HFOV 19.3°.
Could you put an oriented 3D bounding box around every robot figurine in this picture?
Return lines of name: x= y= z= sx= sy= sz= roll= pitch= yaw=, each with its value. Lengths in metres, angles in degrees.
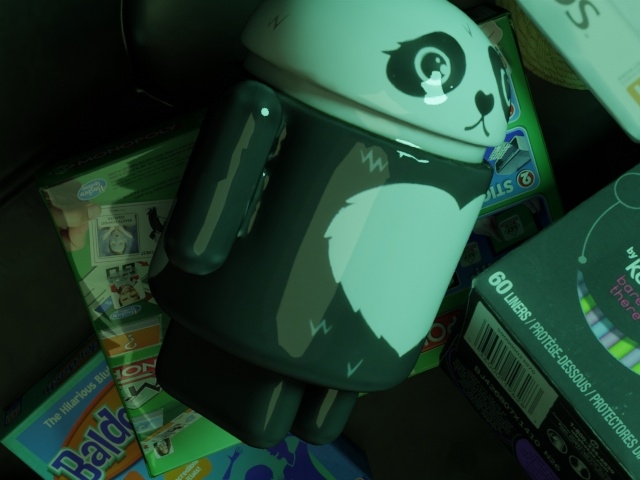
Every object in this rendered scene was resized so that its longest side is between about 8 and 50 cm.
robot figurine: x=0.005 y=-0.019 z=1.098 sx=0.173 sy=0.209 sz=0.278 roll=21 pitch=101 yaw=-5

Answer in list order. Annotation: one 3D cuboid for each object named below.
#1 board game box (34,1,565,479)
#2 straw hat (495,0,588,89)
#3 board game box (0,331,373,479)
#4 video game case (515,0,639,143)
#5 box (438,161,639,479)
board game box: x=0.000 y=0.000 z=1.221 sx=0.317 sy=0.046 sz=0.214 roll=-21 pitch=111 yaw=-7
straw hat: x=0.189 y=-0.153 z=1.203 sx=0.144 sy=0.061 sz=0.144 roll=-3 pitch=114 yaw=-6
board game box: x=-0.091 y=0.144 z=1.303 sx=0.160 sy=0.047 sz=0.210 roll=-42 pitch=111 yaw=10
video game case: x=0.223 y=-0.269 z=1.110 sx=0.329 sy=0.036 sz=0.300 roll=-39 pitch=99 yaw=15
box: x=0.232 y=0.039 z=1.163 sx=0.270 sy=0.143 sz=0.165 roll=-34 pitch=74 yaw=-18
